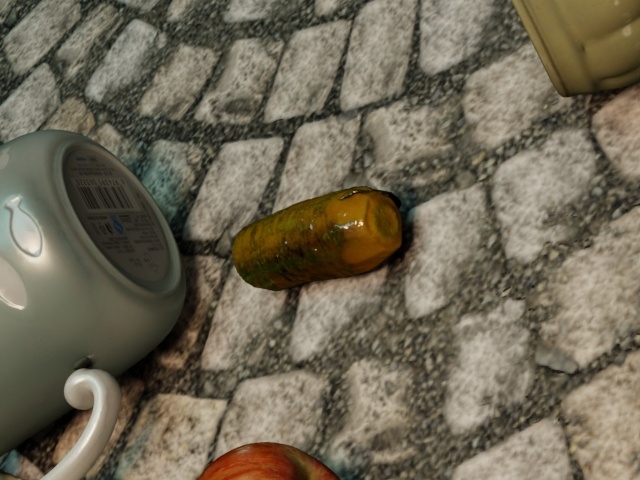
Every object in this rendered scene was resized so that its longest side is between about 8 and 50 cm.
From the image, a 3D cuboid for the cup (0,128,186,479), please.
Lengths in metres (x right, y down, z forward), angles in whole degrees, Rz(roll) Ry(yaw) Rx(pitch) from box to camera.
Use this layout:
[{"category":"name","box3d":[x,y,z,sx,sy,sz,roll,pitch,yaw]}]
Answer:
[{"category":"cup","box3d":[-0.281,0.085,1.856,0.274,0.259,0.356,-34,54,20]}]

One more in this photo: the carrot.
[{"category":"carrot","box3d":[0.000,0.000,1.761,0.173,0.082,0.082,-19,47,46]}]

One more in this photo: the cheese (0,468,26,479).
[{"category":"cheese","box3d":[-0.262,0.277,1.850,0.400,0.034,0.085,7,70,50]}]

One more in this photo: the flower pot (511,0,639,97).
[{"category":"flower pot","box3d":[0.245,-0.289,1.587,0.244,0.307,0.307,-25,42,8]}]

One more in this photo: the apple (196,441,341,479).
[{"category":"apple","box3d":[-0.043,0.236,1.559,0.131,0.146,0.146,-39,38,26]}]
